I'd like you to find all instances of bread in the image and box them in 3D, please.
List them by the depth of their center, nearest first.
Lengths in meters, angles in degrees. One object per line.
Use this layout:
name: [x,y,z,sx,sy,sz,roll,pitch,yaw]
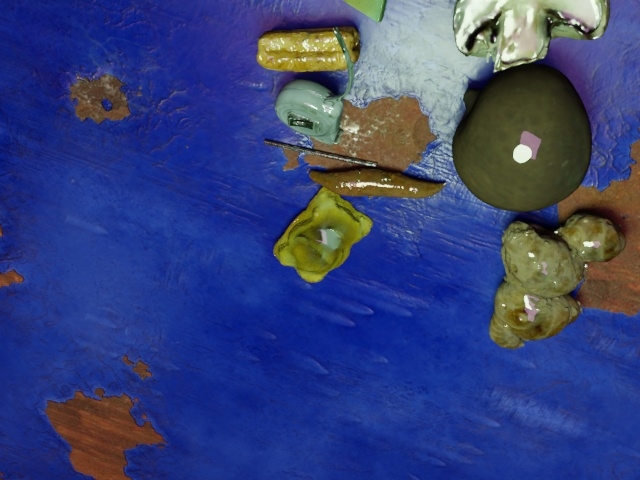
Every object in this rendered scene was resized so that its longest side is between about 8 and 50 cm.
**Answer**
bread: [-0.024,-0.396,1.330,0.210,0.114,0.083,4,120,12]
bread: [0.000,0.000,1.538,0.160,0.088,0.233,39,115,-4]

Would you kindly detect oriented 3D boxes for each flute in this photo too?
flute: [0.000,-0.199,1.478,0.269,0.014,0.014,13,118,5]

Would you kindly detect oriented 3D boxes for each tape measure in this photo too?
tape measure: [-0.018,-0.301,1.291,0.163,0.084,0.330,13,162,5]

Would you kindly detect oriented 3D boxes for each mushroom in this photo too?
mushroom: [0.383,-0.435,1.200,0.266,0.164,0.190,-14,109,21]

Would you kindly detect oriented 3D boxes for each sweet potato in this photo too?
sweet potato: [0.126,-0.133,1.457,0.314,0.066,0.072,2,150,9]

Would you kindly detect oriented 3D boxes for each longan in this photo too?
longan: [0.389,-0.202,1.275,0.300,0.243,0.300,7,102,37]

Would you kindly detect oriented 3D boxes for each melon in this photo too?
melon: [0.085,-0.567,1.270,0.113,0.053,0.262,7,115,28]

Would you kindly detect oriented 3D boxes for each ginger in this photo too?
ginger: [0.498,0.097,1.440,0.256,0.176,0.375,10,119,-11]
